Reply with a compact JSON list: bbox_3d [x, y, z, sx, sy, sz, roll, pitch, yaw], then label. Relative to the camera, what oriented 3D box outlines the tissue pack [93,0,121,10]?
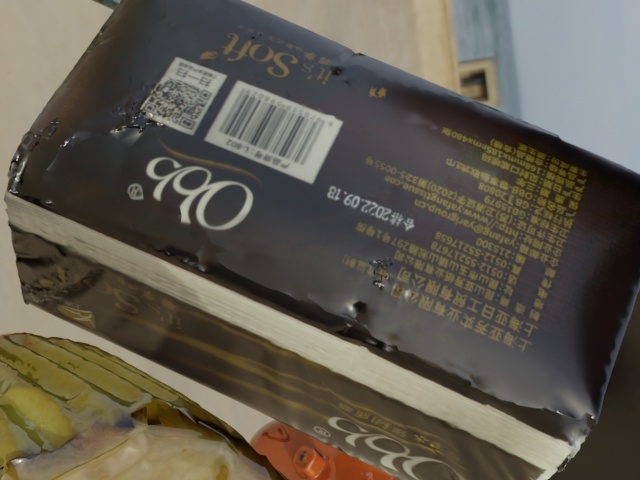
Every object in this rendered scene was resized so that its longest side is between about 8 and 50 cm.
[{"bbox_3d":[-0.211,-0.296,1.141,0.081,0.185,0.257,-60,175,13],"label":"tissue pack"}]

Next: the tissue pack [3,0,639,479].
[{"bbox_3d":[0.000,0.000,0.690,0.198,0.370,0.210,104,13,-66],"label":"tissue pack"}]

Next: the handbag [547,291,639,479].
[{"bbox_3d":[0.269,0.143,0.808,0.093,0.254,0.308,38,12,-27],"label":"handbag"}]

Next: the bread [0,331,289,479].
[{"bbox_3d":[-0.129,0.173,0.463,0.253,0.142,0.227,-56,138,-9],"label":"bread"}]

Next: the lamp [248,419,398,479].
[{"bbox_3d":[0.013,0.224,0.949,0.164,0.188,0.187,61,24,-49],"label":"lamp"}]
